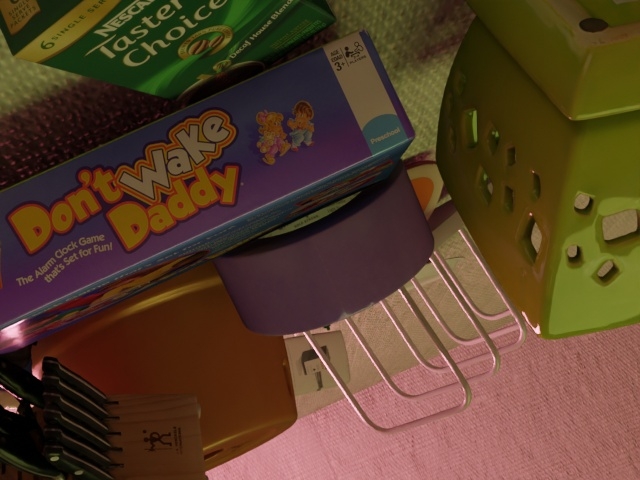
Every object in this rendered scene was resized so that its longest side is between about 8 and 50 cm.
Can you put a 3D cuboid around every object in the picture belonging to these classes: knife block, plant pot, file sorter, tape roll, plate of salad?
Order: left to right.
[{"bbox_3d":[-0.222,0.193,0.815,0.242,0.088,0.276,3,142,-19],"label":"knife block"},{"bbox_3d":[-0.153,0.133,1.049,0.290,0.204,0.291,-23,165,-7],"label":"plant pot"},{"bbox_3d":[0.000,0.000,0.903,0.188,0.080,0.189,-21,-161,8],"label":"tape roll"},{"bbox_3d":[0.116,0.048,1.509,0.199,0.048,0.200,-16,171,-2],"label":"plate of salad"},{"bbox_3d":[0.144,0.069,1.192,0.277,0.173,0.192,-37,-176,-41],"label":"file sorter"},{"bbox_3d":[0.218,-0.097,0.714,0.228,0.227,0.207,-13,130,-8],"label":"plant pot"}]

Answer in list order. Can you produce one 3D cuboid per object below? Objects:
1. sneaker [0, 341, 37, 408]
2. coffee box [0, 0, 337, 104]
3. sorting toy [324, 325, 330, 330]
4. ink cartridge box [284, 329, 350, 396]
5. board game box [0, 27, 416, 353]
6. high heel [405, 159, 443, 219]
[{"bbox_3d":[-0.308,0.097,0.956,0.058,0.085,0.152,5,-174,-34],"label":"sneaker"},{"bbox_3d":[-0.079,-0.128,0.569,0.113,0.040,0.184,-30,165,21],"label":"coffee box"},{"bbox_3d":[0.023,0.111,1.582,0.061,0.042,0.102,-31,165,21],"label":"sorting toy"},{"bbox_3d":[-0.077,0.200,1.562,0.158,0.092,0.217,-13,172,32],"label":"ink cartridge box"},{"bbox_3d":[-0.113,-0.020,0.731,0.347,0.078,0.233,-25,178,-2],"label":"board game box"},{"bbox_3d":[0.038,-0.017,1.156,0.244,0.082,0.117,-47,-161,15],"label":"high heel"}]
